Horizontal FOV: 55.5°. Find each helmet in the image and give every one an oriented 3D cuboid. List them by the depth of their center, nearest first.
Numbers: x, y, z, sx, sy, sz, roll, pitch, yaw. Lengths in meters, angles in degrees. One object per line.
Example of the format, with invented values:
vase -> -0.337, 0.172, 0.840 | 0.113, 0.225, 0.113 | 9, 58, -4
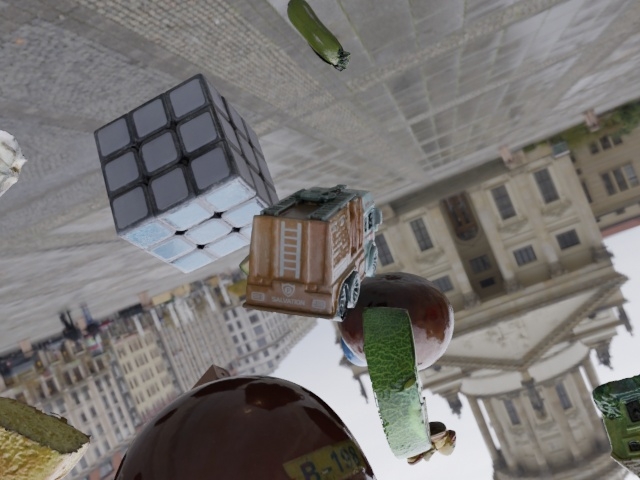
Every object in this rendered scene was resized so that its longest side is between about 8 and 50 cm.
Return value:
helmet -> -0.108, 0.281, 0.721 | 0.338, 0.230, 0.385 | -26, 162, 34

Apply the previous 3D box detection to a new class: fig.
fig -> 0.144, 0.164, 1.206 | 0.235, 0.235, 0.214 | -21, 135, -36

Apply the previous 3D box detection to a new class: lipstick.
lipstick -> -0.222, 0.298, 1.117 | 0.045, 0.045, 0.145 | 32, 101, -39

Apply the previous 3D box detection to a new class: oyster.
oyster -> -0.839, -0.165, 1.469 | 0.271, 0.100, 0.275 | -30, 145, -3

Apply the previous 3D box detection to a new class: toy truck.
toy truck -> 0.000, 0.000, 0.896 | 0.136, 0.162, 0.305 | 6, -165, 15

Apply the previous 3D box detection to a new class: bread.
bread -> -0.595, 0.412, 1.204 | 0.139, 0.229, 0.143 | -64, -178, -6

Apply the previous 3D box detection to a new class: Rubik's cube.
Rubik's cube -> -0.296, -0.144, 1.424 | 0.301, 0.303, 0.305 | -25, 156, 11

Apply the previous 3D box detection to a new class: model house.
model house -> 0.677, 0.375, 1.188 | 0.214, 0.189, 0.195 | -25, 137, 32

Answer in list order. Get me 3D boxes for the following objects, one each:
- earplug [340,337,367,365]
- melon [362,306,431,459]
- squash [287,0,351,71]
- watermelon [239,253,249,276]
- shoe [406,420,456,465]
earplug -> 0.183, 0.239, 1.513 | 0.133, 0.132, 0.273 | -21, 180, -37
melon -> 0.106, 0.196, 0.801 | 0.064, 0.209, 0.118 | -12, -151, 9
squash -> -0.008, -0.398, 1.172 | 0.052, 0.183, 0.052 | -34, 167, -9
watermelon -> -0.135, 0.059, 1.742 | 0.193, 0.137, 0.145 | 15, -178, -11
shoe -> 0.208, 0.397, 1.193 | 0.109, 0.069, 0.072 | -21, -162, -17
